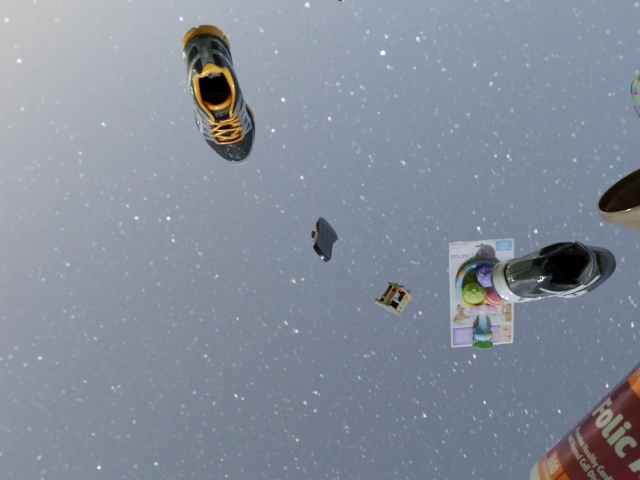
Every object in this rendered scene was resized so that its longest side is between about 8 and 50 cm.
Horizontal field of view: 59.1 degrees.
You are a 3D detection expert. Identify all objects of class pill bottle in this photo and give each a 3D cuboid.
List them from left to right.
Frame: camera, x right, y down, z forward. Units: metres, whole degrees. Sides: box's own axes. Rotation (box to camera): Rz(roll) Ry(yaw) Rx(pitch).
[{"bbox_3d":[0.510,0.288,0.795,0.392,0.224,0.224,-56,-143,19],"label":"pill bottle"}]

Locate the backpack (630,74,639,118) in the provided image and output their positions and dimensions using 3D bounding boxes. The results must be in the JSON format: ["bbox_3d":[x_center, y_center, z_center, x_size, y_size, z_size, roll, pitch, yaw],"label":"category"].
[{"bbox_3d":[0.622,-0.255,0.943,0.115,0.151,0.182,-19,-163,-10],"label":"backpack"}]

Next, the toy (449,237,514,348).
[{"bbox_3d":[0.346,0.119,1.187,0.137,0.237,0.056,-4,-164,0],"label":"toy"}]

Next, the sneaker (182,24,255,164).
[{"bbox_3d":[-0.140,-0.182,0.783,0.084,0.214,0.083,-17,-131,-2],"label":"sneaker"}]

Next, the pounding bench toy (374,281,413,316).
[{"bbox_3d":[0.172,0.134,1.361,0.065,0.052,0.083,-57,-148,-9],"label":"pounding bench toy"}]

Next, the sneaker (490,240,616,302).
[{"bbox_3d":[0.371,0.042,0.827,0.234,0.106,0.078,-6,-105,-26],"label":"sneaker"}]

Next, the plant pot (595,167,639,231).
[{"bbox_3d":[0.786,-0.091,1.320,0.237,0.109,0.237,-35,-171,7],"label":"plant pot"}]

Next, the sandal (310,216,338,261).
[{"bbox_3d":[0.000,0.000,1.250,0.040,0.067,0.179,-38,-166,21],"label":"sandal"}]
